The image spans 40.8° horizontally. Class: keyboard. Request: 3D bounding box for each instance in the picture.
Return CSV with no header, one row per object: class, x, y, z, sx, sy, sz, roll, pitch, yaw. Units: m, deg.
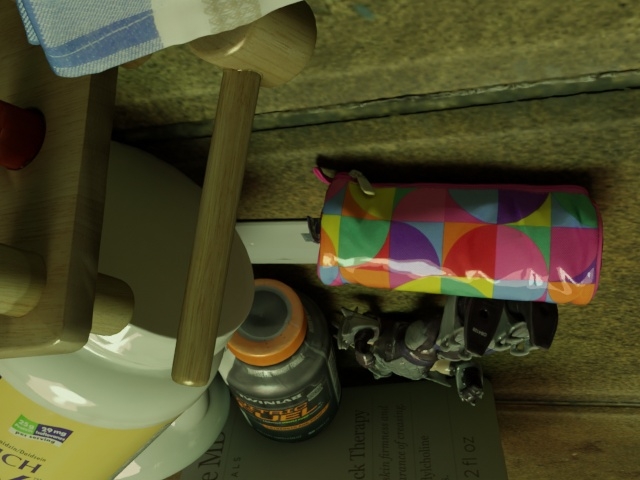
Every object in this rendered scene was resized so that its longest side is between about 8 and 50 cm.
keyboard,0.000,0.000,0.834,0.255,0.014,0.072,-1,146,19

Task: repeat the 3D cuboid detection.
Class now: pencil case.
pencil case,0.107,-0.004,0.699,0.236,0.105,0.104,5,152,9

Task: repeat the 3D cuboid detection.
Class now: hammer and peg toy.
hammer and peg toy,-0.188,-0.048,0.523,0.361,0.266,0.127,-7,162,31

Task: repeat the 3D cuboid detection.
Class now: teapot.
teapot,-0.239,0.157,1.024,0.255,0.252,0.187,-15,112,0

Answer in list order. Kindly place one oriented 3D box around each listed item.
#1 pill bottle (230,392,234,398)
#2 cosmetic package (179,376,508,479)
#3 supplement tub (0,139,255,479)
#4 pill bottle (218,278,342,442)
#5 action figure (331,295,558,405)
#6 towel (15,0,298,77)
pill bottle,-0.058,0.272,1.261,0.186,0.112,0.112,3,152,13
cosmetic package,0.042,0.409,1.074,0.393,0.329,0.328,-6,120,6
supplement tub,-0.234,0.096,0.756,0.241,0.241,0.331,26,125,-29
pill bottle,-0.048,0.133,0.972,0.130,0.131,0.246,5,152,9
action figure,0.117,0.110,0.915,0.185,0.099,0.285,14,156,-20
towel,0.009,-0.161,0.336,0.284,0.034,0.209,-19,162,-13
